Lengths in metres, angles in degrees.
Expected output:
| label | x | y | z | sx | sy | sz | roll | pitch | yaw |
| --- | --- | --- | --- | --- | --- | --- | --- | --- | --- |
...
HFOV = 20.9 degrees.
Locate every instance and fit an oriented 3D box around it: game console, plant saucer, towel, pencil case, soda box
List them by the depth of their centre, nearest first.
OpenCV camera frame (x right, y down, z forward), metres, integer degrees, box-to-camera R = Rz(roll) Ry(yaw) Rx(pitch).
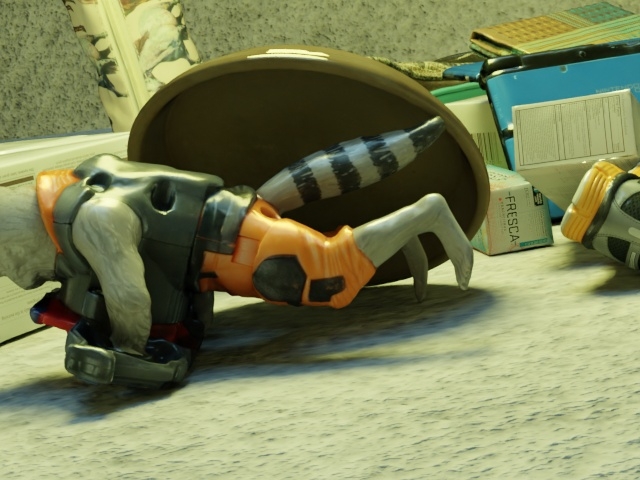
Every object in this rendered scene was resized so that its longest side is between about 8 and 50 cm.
| label | x | y | z | sx | sy | sz | roll | pitch | yaw |
| --- | --- | --- | --- | --- | --- | --- | --- | --- | --- |
| plant saucer | -0.008 | -0.057 | 1.326 | 0.277 | 0.278 | 0.041 | -6 | 52 | 19 |
| soda box | 0.153 | -0.030 | 1.566 | 0.063 | 0.058 | 0.183 | -11 | 9 | -8 |
| game console | 0.298 | -0.122 | 1.734 | 0.293 | 0.250 | 0.173 | -10 | -23 | -9 |
| towel | 0.381 | -0.174 | 1.907 | 0.370 | 0.040 | 0.271 | 30 | 32 | 36 |
| pencil case | -0.230 | -0.239 | 2.197 | 0.160 | 0.410 | 0.183 | -19 | 12 | 0 |

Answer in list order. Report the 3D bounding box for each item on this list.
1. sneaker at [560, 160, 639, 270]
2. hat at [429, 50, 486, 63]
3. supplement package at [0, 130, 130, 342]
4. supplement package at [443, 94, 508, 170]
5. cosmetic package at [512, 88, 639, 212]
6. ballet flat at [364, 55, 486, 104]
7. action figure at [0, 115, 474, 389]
| label | x | y | z | sx | sy | sz | roll | pitch | yaw |
| --- | --- | --- | --- | --- | --- | --- | --- | --- | --- |
| sneaker | 0.256 | -0.013 | 1.320 | 0.083 | 0.084 | 0.215 | 28 | 19 | 25 |
| hat | 0.221 | -0.219 | 2.588 | 0.331 | 0.134 | 0.331 | -8 | 7 | 1 |
| supplement package | -0.291 | -0.003 | 1.531 | 0.204 | 0.145 | 0.262 | -3 | 9 | 31 |
| supplement package | 0.230 | -0.115 | 1.924 | 0.179 | 0.105 | 0.105 | -16 | 10 | -43 |
| cosmetic package | 0.238 | -0.067 | 1.463 | 0.099 | 0.060 | 0.239 | -5 | -11 | 19 |
| ballet flat | 0.063 | -0.155 | 2.154 | 0.182 | 0.164 | 0.483 | 14 | 14 | 31 |
| action figure | -0.080 | -0.005 | 1.252 | 0.330 | 0.179 | 0.341 | 0 | 9 | -6 |
